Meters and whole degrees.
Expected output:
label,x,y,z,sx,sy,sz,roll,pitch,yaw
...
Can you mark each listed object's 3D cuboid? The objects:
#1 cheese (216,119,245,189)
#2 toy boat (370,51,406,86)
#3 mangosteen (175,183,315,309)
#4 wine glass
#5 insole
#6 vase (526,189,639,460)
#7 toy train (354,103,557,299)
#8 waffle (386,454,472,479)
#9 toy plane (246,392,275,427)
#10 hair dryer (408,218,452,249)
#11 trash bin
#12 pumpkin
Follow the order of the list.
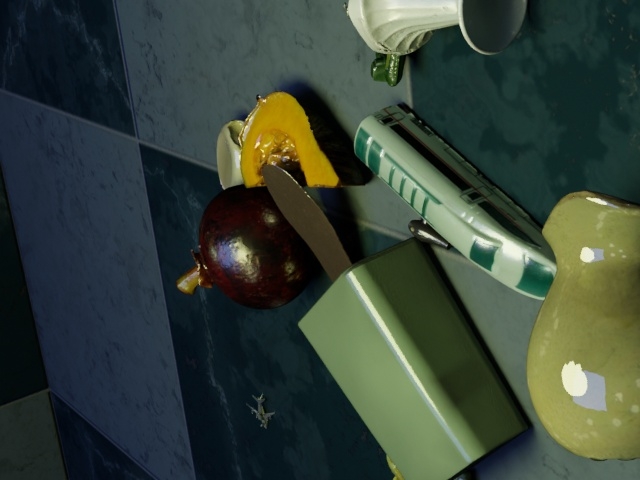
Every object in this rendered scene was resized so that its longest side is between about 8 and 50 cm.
label,x,y,z,sx,sy,sz,roll,pitch,yaw
cheese,-0.156,-0.120,2.199,0.227,0.064,0.137,101,154,-47
toy boat,0.104,-0.324,1.678,0.104,0.052,0.210,-100,11,-55
mangosteen,-0.144,0.022,2.073,0.235,0.261,0.235,63,-175,-10
wine glass,0.155,-0.311,1.521,0.196,0.165,0.165,21,124,46
insole,0.000,0.000,1.956,0.111,0.007,0.328,6,136,51
vase,0.348,0.093,1.401,0.329,0.240,0.302,167,96,-82
toy train,0.199,-0.045,1.661,0.407,0.088,0.086,46,141,34
waffle,0.201,0.444,1.967,0.214,0.054,0.208,-15,90,54
toy plane,-0.124,0.363,2.475,0.078,0.024,0.084,11,117,35
hair dryer,0.171,-0.033,1.778,0.079,0.031,0.083,28,122,35
trash bin,0.139,0.204,1.816,0.343,0.158,0.223,60,144,15
pumpkin,-0.016,-0.166,1.946,0.278,0.111,0.163,5,95,51
